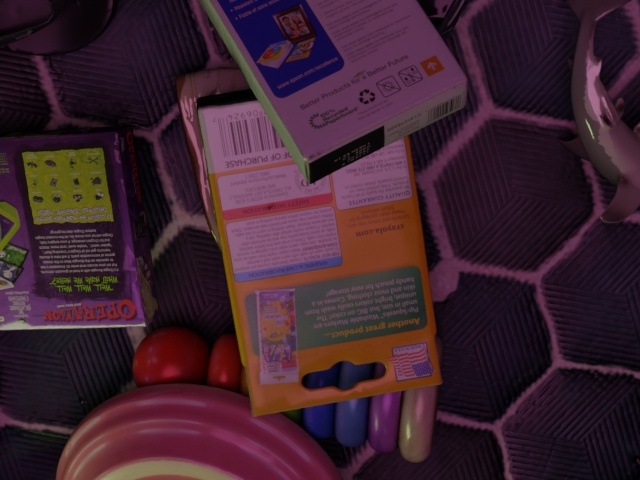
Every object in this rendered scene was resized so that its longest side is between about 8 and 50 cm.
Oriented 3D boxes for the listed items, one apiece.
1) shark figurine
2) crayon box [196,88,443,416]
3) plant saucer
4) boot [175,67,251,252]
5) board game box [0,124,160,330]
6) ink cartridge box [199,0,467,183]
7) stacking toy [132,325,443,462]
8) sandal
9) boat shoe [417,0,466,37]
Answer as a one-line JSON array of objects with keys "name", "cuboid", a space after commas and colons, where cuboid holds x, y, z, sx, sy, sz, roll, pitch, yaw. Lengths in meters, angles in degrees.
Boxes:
[{"name": "shark figurine", "cuboid": [0.284, -0.131, 1.780, 0.166, 0.116, 0.278, -39, 113, -24]}, {"name": "crayon box", "cuboid": [0.000, 0.000, 1.748, 0.203, 0.083, 0.323, -9, 103, -2]}, {"name": "plant saucer", "cuboid": [-0.133, 0.307, 1.849, 0.332, 0.084, 0.332, 6, 124, 10]}, {"name": "boot", "cuboid": [-0.051, -0.088, 1.804, 0.165, 0.077, 0.213, -13, 105, 1]}, {"name": "board game box", "cuboid": [-0.347, -0.008, 1.797, 0.346, 0.056, 0.208, -2, 101, 17]}, {"name": "ink cartridge box", "cuboid": [-0.022, -0.246, 1.683, 0.175, 0.069, 0.371, -27, 69, -9]}, {"name": "stacking toy", "cuboid": [-0.038, 0.149, 1.849, 0.330, 0.141, 0.141, 7, 105, 6]}, {"name": "sandal", "cuboid": [-0.336, -0.236, 1.776, 0.254, 0.054, 0.097, -1, 105, 1]}, {"name": "boat shoe", "cuboid": [0.136, -0.324, 1.735, 0.095, 0.079, 0.255, 20, 104, -4]}]
